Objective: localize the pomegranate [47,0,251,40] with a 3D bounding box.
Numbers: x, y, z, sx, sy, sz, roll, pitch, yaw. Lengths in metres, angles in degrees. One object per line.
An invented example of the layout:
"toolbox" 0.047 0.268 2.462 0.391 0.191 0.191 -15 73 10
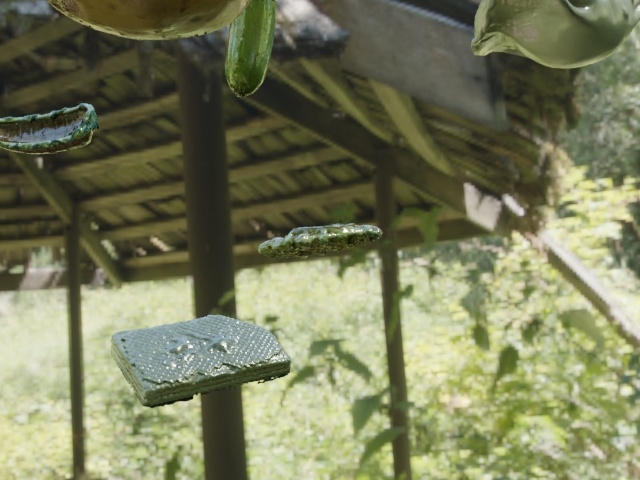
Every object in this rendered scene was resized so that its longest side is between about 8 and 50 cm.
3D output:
"pomegranate" -0.172 -0.335 1.002 0.281 0.281 0.281 -4 -9 -1

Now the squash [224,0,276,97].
"squash" -0.132 -0.362 1.847 0.095 0.188 0.095 4 -8 1

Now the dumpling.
"dumpling" 0.201 -0.189 0.861 0.134 0.100 0.169 -29 3 46

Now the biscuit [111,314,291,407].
"biscuit" -0.183 0.176 1.527 0.252 0.052 0.150 -7 34 -30

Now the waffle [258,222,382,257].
"waffle" -0.001 -0.003 1.945 0.223 0.054 0.204 -6 -7 -26

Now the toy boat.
"toy boat" -0.606 -0.232 2.067 0.292 0.109 0.099 -3 -39 6
